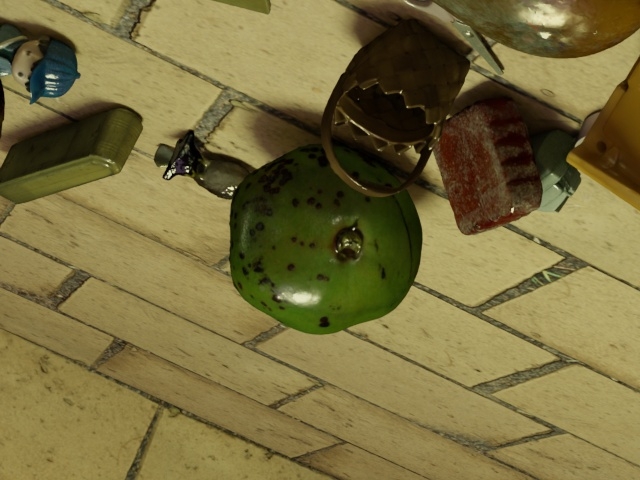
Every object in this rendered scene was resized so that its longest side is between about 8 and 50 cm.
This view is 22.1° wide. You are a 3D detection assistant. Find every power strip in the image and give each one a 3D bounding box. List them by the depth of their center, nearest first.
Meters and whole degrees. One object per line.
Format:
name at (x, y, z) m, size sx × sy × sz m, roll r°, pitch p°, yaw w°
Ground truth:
power strip at (-0.370, -0.112, 2.332) m, size 0.066 × 0.092 × 0.387 m, roll 35°, pitch 156°, yaw -27°

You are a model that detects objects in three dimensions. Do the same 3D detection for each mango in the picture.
mango at (0.149, -0.256, 1.413) m, size 0.316 × 0.146 × 0.193 m, roll 24°, pitch 164°, yaw 35°

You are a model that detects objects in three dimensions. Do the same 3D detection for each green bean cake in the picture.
green bean cake at (0.187, -0.082, 1.819) m, size 0.056 × 0.135 × 0.136 m, roll -11°, pitch 172°, yaw -27°

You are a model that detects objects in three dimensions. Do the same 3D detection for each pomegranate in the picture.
pomegranate at (0.000, 0.000, 2.071) m, size 0.254 × 0.254 × 0.270 m, roll 25°, pitch 169°, yaw -11°

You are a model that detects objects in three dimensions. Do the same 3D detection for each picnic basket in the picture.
picnic basket at (0.067, -0.130, 1.736) m, size 0.128 × 0.178 × 0.138 m, roll 28°, pitch 159°, yaw -16°

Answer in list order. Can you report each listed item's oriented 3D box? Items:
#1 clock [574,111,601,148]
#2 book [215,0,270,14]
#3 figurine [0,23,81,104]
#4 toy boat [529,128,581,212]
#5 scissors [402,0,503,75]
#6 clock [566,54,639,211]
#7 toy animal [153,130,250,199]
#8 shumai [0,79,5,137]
clock at (0.374, -0.074, 1.751) m, size 0.198 × 0.064 × 0.172 m, roll 25°, pitch 160°, yaw -12°
book at (-0.154, -0.307, 1.743) m, size 0.192 × 0.013 × 0.168 m, roll 16°, pitch 159°, yaw 13°
figurine at (-0.380, -0.227, 2.074) m, size 0.149 × 0.086 × 0.087 m, roll 25°, pitch -171°, yaw 17°
toy boat at (0.230, -0.055, 1.914) m, size 0.085 × 0.078 × 0.260 m, roll 39°, pitch 155°, yaw -5°
scissors at (0.145, -0.221, 1.674) m, size 0.100 × 0.015 × 0.189 m, roll 6°, pitch 157°, yaw 38°
clock at (0.402, -0.071, 1.374) m, size 0.317 × 0.200 × 0.244 m, roll 43°, pitch 131°, yaw 20°
toy animal at (-0.133, -0.089, 2.229) m, size 0.202 × 0.070 × 0.105 m, roll 19°, pitch 173°, yaw -1°
shumai at (-0.554, -0.149, 2.170) m, size 0.263 × 0.304 × 0.309 m, roll 10°, pitch 161°, yaw -1°
